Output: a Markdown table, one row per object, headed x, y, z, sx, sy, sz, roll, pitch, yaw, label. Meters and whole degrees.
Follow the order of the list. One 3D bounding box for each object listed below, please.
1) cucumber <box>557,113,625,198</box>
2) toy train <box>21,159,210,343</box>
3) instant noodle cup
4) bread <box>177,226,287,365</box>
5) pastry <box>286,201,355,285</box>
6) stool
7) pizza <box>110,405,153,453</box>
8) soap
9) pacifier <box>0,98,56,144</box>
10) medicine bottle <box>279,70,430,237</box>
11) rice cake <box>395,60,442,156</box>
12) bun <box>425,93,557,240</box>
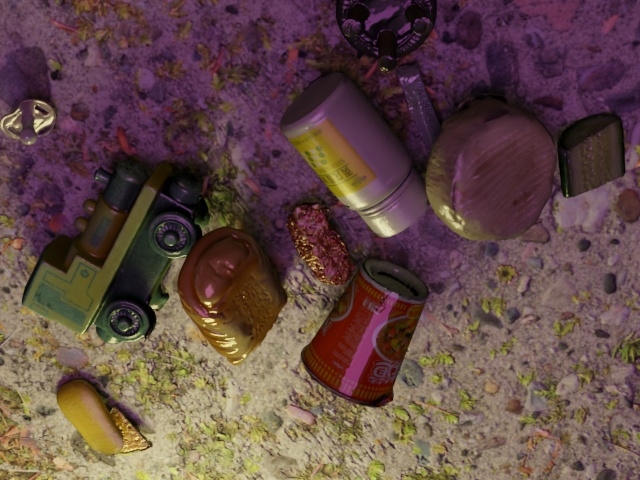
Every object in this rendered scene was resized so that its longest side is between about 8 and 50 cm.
| x | y | z | sx | sy | sz | roll | pitch | yaw | label |
| --- | --- | --- | --- | --- | --- | --- | --- | --- | --- |
| 0.436 | -0.139 | 1.834 | 0.116 | 0.062 | 0.115 | -22 | 119 | -12 | cucumber |
| -0.343 | 0.009 | 1.937 | 0.237 | 0.150 | 0.369 | 29 | 116 | -5 | toy train |
| 0.091 | 0.155 | 1.972 | 0.193 | 0.193 | 0.212 | 23 | 111 | -9 | instant noodle cup |
| -0.154 | 0.085 | 1.900 | 0.121 | 0.173 | 0.311 | 30 | 163 | 22 | bread |
| -0.002 | 0.001 | 1.953 | 0.087 | 0.063 | 0.169 | -24 | 111 | 7 | pastry |
| 0.099 | -0.370 | 1.687 | 0.153 | 0.139 | 0.228 | 1 | 123 | 2 | stool |
| -0.391 | 0.371 | 2.209 | 0.123 | 0.026 | 0.109 | 0 | 111 | 9 | pizza |
| -0.448 | 0.347 | 2.180 | 0.089 | 0.033 | 0.168 | -26 | 100 | 22 | soap |
| -0.484 | -0.188 | 1.868 | 0.099 | 0.078 | 0.081 | -35 | 133 | 20 | pacifier |
| 0.063 | -0.137 | 1.820 | 0.143 | 0.143 | 0.258 | -34 | 113 | 21 | medicine bottle |
| 0.177 | -0.195 | 1.840 | 0.043 | 0.034 | 0.211 | -21 | 116 | 12 | rice cake |
| 0.263 | -0.118 | 1.802 | 0.239 | 0.141 | 0.239 | -11 | 110 | -33 | bun |
